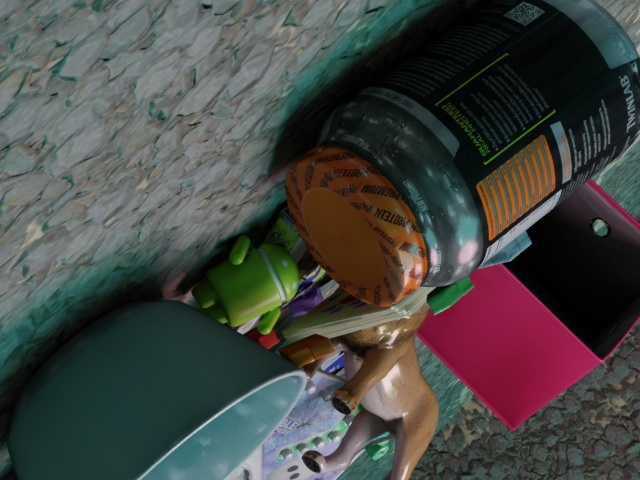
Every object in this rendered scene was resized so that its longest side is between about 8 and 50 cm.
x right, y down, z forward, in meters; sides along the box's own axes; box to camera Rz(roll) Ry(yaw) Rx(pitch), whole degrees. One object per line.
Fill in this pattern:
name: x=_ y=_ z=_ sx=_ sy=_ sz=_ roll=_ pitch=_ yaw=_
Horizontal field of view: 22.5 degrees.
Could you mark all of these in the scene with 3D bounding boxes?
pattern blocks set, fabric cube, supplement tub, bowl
pattern blocks set: x=0.055 y=0.064 z=1.697 sx=0.285 sy=0.026 sz=0.325 roll=-33 pitch=-169 yaw=-35
fabric cube: x=0.330 y=0.080 z=2.434 sx=0.259 sy=0.254 sz=0.258 roll=-42 pitch=173 yaw=-38
supplement tub: x=0.142 y=-0.094 z=1.572 sx=0.338 sy=0.207 sz=0.207 roll=-36 pitch=165 yaw=-26
bowl: x=-0.180 y=0.176 z=1.568 sx=0.311 sy=0.163 sz=0.311 roll=-40 pitch=165 yaw=-13

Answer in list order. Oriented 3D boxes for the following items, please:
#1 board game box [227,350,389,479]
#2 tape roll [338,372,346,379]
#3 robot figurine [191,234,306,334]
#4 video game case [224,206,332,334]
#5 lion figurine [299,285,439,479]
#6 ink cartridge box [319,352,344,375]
board game box: x=-0.122 y=0.310 z=2.035 sx=0.390 sy=0.050 sz=0.390 roll=-47 pitch=140 yaw=15
tape roll: x=-0.026 y=0.274 z=2.383 sx=0.219 sy=0.072 sz=0.219 roll=-28 pitch=172 yaw=-5
robot figurine: x=-0.073 y=0.045 z=1.655 sx=0.115 sy=0.101 sz=0.067 roll=-26 pitch=-157 yaw=-10
video game case: x=0.000 y=0.000 z=1.804 sx=0.232 sy=0.042 sz=0.210 roll=-30 pitch=162 yaw=-44
lion figurine: x=0.081 y=0.164 z=1.956 sx=0.240 sy=0.142 sz=0.392 roll=-46 pitch=148 yaw=-33
ink cartridge box: x=0.025 y=0.137 z=2.277 sx=0.097 sy=0.046 sz=0.207 roll=-40 pitch=166 yaw=-8
